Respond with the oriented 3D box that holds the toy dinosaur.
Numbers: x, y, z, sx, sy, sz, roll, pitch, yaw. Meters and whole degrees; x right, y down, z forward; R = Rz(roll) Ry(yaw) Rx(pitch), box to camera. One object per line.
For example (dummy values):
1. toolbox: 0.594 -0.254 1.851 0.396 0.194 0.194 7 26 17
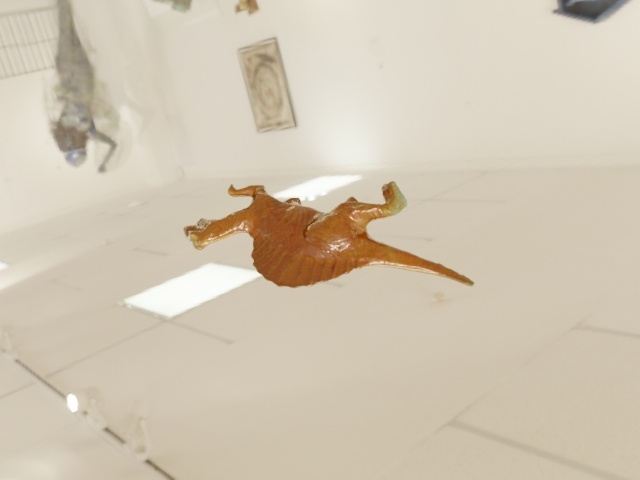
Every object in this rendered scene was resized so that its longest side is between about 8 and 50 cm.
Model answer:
1. toy dinosaur: -0.001 -0.001 0.536 0.142 0.057 0.212 -29 -139 -30
